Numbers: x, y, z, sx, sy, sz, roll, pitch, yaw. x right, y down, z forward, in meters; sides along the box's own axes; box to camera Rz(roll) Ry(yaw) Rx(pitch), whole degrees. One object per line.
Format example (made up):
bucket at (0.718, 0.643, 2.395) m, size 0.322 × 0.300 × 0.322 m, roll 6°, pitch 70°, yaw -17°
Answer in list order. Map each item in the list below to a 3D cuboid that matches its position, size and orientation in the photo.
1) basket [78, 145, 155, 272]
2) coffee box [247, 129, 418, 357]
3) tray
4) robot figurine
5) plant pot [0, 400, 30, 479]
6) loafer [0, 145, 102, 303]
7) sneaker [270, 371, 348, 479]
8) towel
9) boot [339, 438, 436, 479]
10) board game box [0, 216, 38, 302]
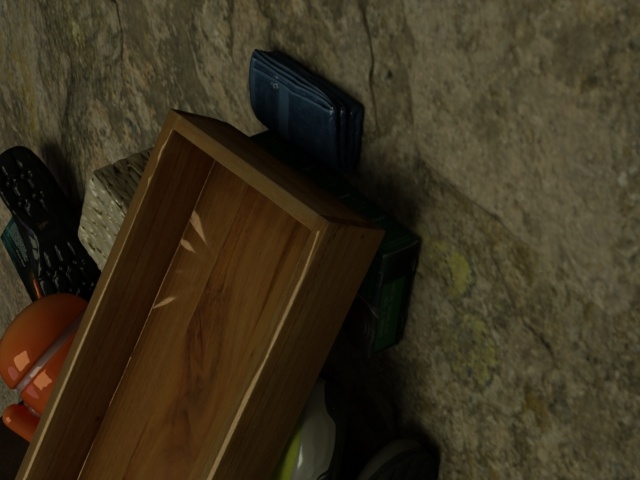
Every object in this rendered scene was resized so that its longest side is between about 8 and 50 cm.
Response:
basket at (-0.141, 0.005, 1.238) m, size 0.167 × 0.103 × 0.113 m, roll 51°, pitch 143°, yaw 25°
coffee box at (0.000, 0.000, 1.089) m, size 0.184 × 0.040 × 0.113 m, roll 42°, pitch 139°, yaw 35°
tray at (-0.116, 0.125, 1.072) m, size 0.203 × 0.076 × 0.411 m, roll 36°, pitch 107°, yaw 39°
robot figurine at (-0.253, 0.143, 1.433) m, size 0.219 × 0.128 × 0.158 m, roll 41°, pitch 120°, yaw -3°
plant pot at (-0.326, 0.276, 1.553) m, size 0.215 × 0.230 × 0.215 m, roll 33°, pitch 134°, yaw 42°
loafer at (-0.298, -0.004, 1.501) m, size 0.078 × 0.076 × 0.223 m, roll -90°, pitch -24°, yaw -80°
sneaker at (-0.108, 0.170, 1.188) m, size 0.384 × 0.147 × 0.145 m, roll -6°, pitch 73°, yaw 60°
towel at (-0.016, -0.102, 1.061) m, size 0.119 × 0.029 × 0.067 m, roll 36°, pitch 137°, yaw 39°
boot at (0.004, 0.210, 1.184) m, size 0.161 × 0.083 × 0.246 m, roll 59°, pitch 143°, yaw 30°
board game box at (-0.320, 0.049, 1.595) m, size 0.186 × 0.026 × 0.126 m, roll 62°, pitch 147°, yaw 8°
